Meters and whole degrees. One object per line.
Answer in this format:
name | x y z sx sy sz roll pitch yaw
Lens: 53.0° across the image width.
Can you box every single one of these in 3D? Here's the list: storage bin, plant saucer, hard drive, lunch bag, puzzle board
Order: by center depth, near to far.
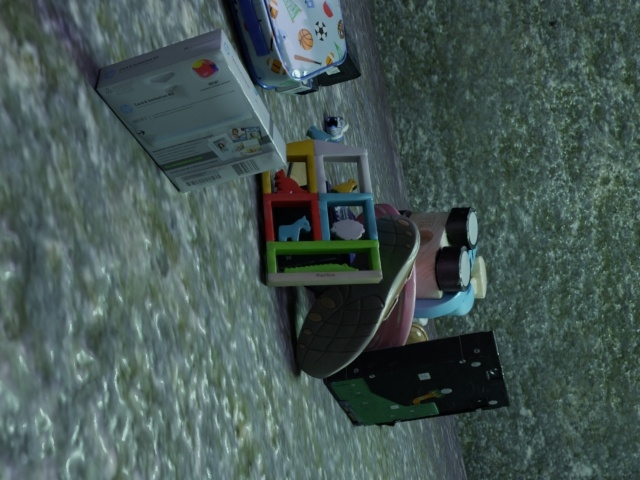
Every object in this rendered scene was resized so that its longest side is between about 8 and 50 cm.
lunch bag | -0.072 -0.445 1.187 0.243 0.115 0.303 -36 116 -45
hard drive | 0.202 0.290 1.311 0.237 0.339 0.064 62 20 -47
puzzle board | -0.026 -0.112 1.346 0.128 0.011 0.096 52 28 -30
plant saucer | 0.103 0.085 1.372 0.332 0.084 0.332 -179 -90 -75
storage bin | 0.025 -0.472 1.641 0.180 0.122 0.084 24 55 -72

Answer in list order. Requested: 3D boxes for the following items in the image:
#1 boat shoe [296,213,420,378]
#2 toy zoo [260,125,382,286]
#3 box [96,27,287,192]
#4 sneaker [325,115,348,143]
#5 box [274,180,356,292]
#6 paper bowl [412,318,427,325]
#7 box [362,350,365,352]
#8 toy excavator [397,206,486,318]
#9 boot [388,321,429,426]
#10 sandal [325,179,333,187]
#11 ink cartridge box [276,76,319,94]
boat shoe | 0.079 0.109 1.145 0.324 0.123 0.116 -53 158 -5
toy zoo | -0.004 -0.065 1.104 0.030 0.192 0.293 111 -25 -65
box | -0.138 -0.137 0.730 0.186 0.145 0.038 58 23 -53
sneaker | 0.042 -0.313 1.732 0.135 0.052 0.058 -79 149 -57
box | 0.000 0.000 1.221 0.207 0.108 0.153 43 39 -67
paper bowl | 0.214 0.117 1.861 0.284 0.148 0.284 -11 90 -76
box | 0.140 0.280 1.522 0.137 0.072 0.126 99 -8 -54
toy excavator | 0.328 0.096 1.693 0.433 0.222 0.445 -65 143 -43
boot | 0.205 0.343 1.617 0.115 0.112 0.305 -56 157 -57
sandal | 0.022 -0.066 1.462 0.180 0.072 0.049 65 -2 -30
ink cartridge box | -0.082 -0.480 1.367 0.165 0.065 0.332 -40 116 -73
